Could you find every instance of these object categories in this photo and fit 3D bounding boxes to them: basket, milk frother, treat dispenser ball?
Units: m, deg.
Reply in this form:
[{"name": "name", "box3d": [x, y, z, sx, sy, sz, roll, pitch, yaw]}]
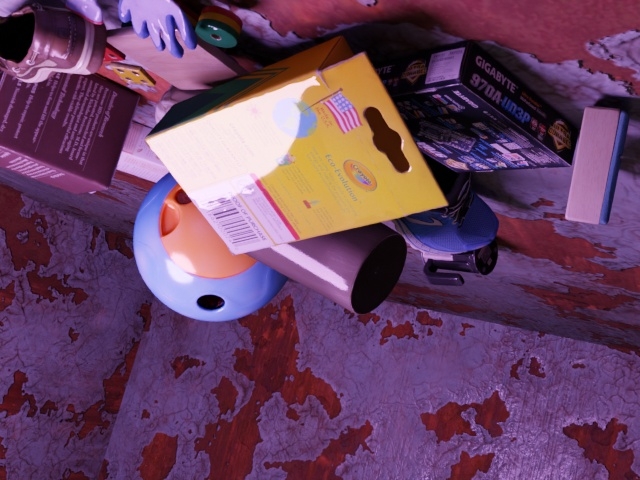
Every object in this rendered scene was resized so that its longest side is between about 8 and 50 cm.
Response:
[{"name": "basket", "box3d": [0.000, 0.000, 1.043, 0.226, 0.154, 0.204, 30, -173, 30]}, {"name": "milk frother", "box3d": [0.260, 0.008, 1.432, 0.134, 0.129, 0.143, 4, 121, 46]}, {"name": "treat dispenser ball", "box3d": [-0.183, -0.002, 1.258, 0.288, 0.288, 0.288, 15, 170, 3]}]

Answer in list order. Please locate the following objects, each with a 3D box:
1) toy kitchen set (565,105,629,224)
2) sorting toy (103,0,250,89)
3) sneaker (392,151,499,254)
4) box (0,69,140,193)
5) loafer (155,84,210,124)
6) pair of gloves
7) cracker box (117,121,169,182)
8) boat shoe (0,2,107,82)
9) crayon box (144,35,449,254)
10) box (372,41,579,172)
[{"name": "toy kitchen set", "box3d": [0.382, -0.075, 0.812, 0.166, 0.122, 0.207, 11, -171, 22]}, {"name": "sorting toy", "box3d": [-0.170, -0.233, 0.858, 0.274, 0.046, 0.132, 6, 166, 37]}, {"name": "sneaker", "box3d": [0.171, -0.060, 1.059, 0.330, 0.130, 0.147, 24, 169, -39]}, {"name": "box", "box3d": [-0.433, -0.188, 1.137, 0.203, 0.167, 0.168, 22, 167, -35]}, {"name": "loafer", "box3d": [-0.065, -0.140, 0.964, 0.319, 0.111, 0.112, 25, 150, 3]}, {"name": "pair of gloves", "box3d": [-0.212, -0.261, 0.713, 0.198, 0.023, 0.159, 28, 158, 7]}, {"name": "cracker box", "box3d": [-0.319, -0.161, 1.392, 0.232, 0.067, 0.155, 18, 168, -22]}, {"name": "boat shoe", "box3d": [-0.359, -0.248, 0.862, 0.095, 0.095, 0.257, 2, -176, -44]}, {"name": "crayon box", "box3d": [-0.024, -0.101, 0.827, 0.318, 0.081, 0.202, -11, 126, 35]}, {"name": "box", "box3d": [0.167, -0.144, 0.833, 0.220, 0.051, 0.175, 23, 167, -37]}]
